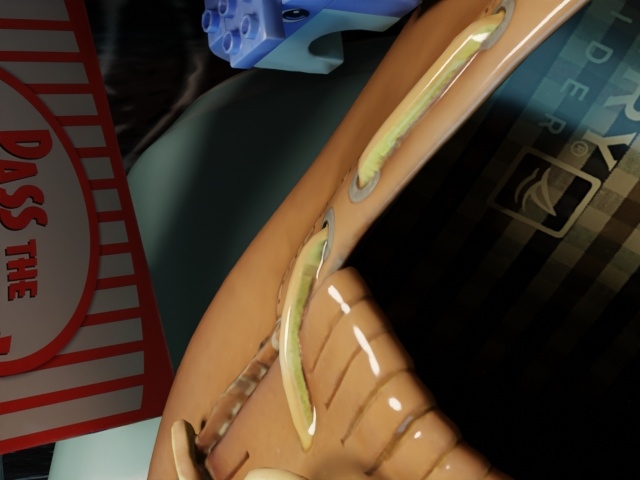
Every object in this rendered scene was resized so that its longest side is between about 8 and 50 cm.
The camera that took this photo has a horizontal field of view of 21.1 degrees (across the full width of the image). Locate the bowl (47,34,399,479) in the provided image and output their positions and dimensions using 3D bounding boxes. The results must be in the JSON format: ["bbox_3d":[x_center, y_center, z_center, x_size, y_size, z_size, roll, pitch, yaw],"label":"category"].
[{"bbox_3d":[0.037,0.021,0.706,0.312,0.163,0.311,-6,166,-1],"label":"bowl"}]

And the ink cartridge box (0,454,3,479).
[{"bbox_3d":[-0.338,0.075,0.810,0.307,0.129,0.223,-13,164,22],"label":"ink cartridge box"}]

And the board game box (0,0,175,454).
[{"bbox_3d":[-0.135,-0.002,0.501,0.045,0.146,0.193,-18,175,36],"label":"board game box"}]

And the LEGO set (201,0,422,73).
[{"bbox_3d":[-0.006,-0.099,0.375,0.093,0.087,0.227,2,162,-30],"label":"LEGO set"}]

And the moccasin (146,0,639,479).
[{"bbox_3d":[0.050,0.037,0.441,0.139,0.147,0.380,30,117,-11],"label":"moccasin"}]
